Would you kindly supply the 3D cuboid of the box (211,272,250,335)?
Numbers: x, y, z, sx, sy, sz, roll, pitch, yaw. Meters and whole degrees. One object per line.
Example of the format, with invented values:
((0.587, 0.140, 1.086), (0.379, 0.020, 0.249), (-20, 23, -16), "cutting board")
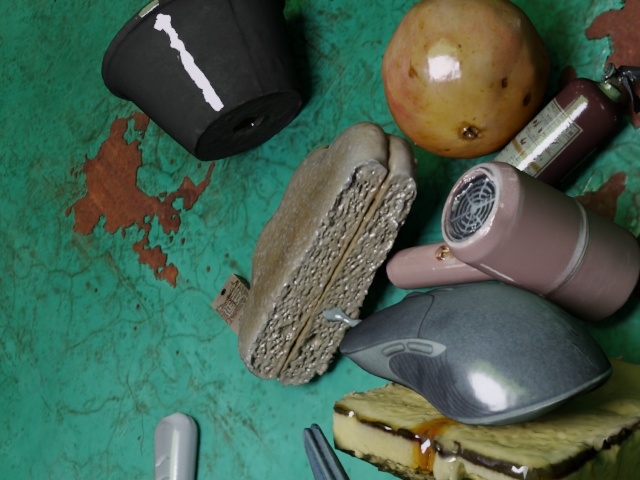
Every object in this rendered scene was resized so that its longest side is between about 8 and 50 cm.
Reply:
((-0.100, 0.085, 1.668), (0.083, 0.024, 0.053), (42, 103, 43), "box")

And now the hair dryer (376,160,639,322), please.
((0.147, 0.017, 1.375), (0.344, 0.189, 0.107), (-14, 57, 56), "hair dryer")

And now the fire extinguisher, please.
((0.258, -0.102, 1.369), (0.231, 0.071, 0.099), (-45, 29, 20), "fire extinguisher")

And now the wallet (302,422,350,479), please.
((0.062, 0.338, 1.244), (0.054, 0.290, 0.251), (-29, 47, -4), "wallet")

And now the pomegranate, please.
((0.153, -0.184, 1.430), (0.191, 0.191, 0.191), (-18, 61, 37), "pomegranate")

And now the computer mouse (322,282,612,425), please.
((0.115, 0.083, 1.254), (0.379, 0.167, 0.090), (11, 114, 51), "computer mouse")

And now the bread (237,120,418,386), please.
((-0.004, 0.000, 1.524), (0.337, 0.102, 0.183), (-61, 28, 25), "bread")

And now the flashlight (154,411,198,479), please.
((-0.185, 0.312, 1.638), (0.093, 0.047, 0.201), (-18, 62, 38), "flashlight")

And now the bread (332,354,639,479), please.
((0.175, 0.166, 1.222), (0.263, 0.236, 0.198), (9, 80, 45), "bread")

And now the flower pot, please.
((-0.127, -0.210, 1.691), (0.269, 0.269, 0.166), (-40, 72, 24), "flower pot")
